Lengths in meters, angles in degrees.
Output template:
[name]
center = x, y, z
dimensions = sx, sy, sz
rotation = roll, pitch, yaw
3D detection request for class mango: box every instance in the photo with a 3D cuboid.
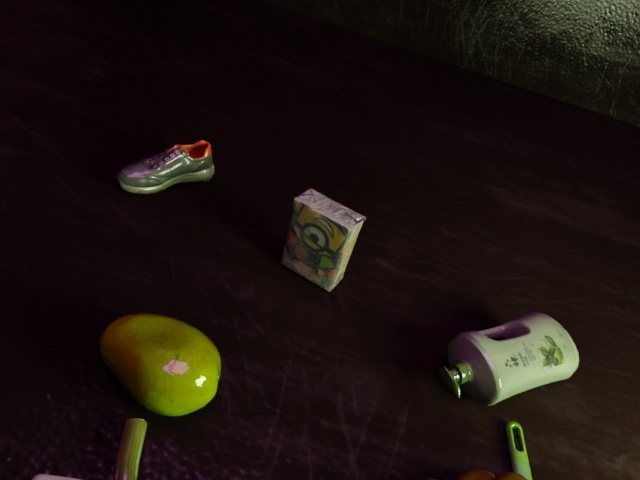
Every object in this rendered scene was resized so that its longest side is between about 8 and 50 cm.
[mango]
center = -0.197, 0.148, 0.651
dimensions = 0.163, 0.089, 0.117
rotation = 38, 43, 25

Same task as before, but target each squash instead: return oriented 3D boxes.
[squash]
center = -0.216, 0.245, 0.579
dimensions = 0.027, 0.027, 0.083
rotation = 8, 40, -12

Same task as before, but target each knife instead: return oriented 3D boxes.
[knife]
center = 0.258, 0.329, 0.668
dimensions = 0.054, 0.015, 0.212
rotation = 10, 39, 3

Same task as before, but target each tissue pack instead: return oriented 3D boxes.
[tissue pack]
center = 0.000, 0.000, 0.855
dimensions = 0.108, 0.148, 0.060
rotation = 30, 42, 16

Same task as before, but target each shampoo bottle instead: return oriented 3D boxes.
[shampoo bottle]
center = 0.277, 0.183, 0.789
dimensions = 0.234, 0.087, 0.118
rotation = -8, 47, -28

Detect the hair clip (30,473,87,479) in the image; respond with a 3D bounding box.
[hair clip]
center = -0.129, 0.301, 0.498
dimensions = 0.330, 0.085, 0.101
rotation = 12, 37, -4

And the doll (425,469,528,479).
[doll]
center = 0.162, 0.327, 0.582
dimensions = 0.209, 0.097, 0.137
rotation = -9, 7, -39

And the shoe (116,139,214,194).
[shoe]
center = -0.291, -0.146, 0.976
dimensions = 0.194, 0.077, 0.074
rotation = -16, 50, -35
